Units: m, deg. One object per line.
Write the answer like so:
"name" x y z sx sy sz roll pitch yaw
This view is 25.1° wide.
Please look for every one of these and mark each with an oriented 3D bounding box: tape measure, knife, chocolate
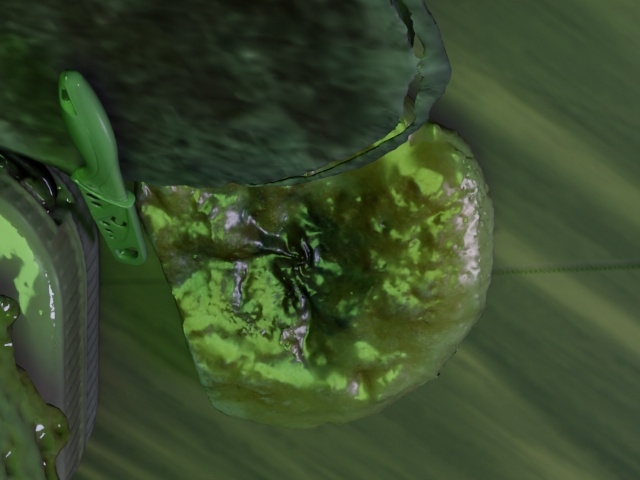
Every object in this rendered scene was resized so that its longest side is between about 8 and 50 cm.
"tape measure" -0.258 0.033 0.751 0.271 0.133 0.232 4 112 5
"knife" -0.102 -0.028 0.666 0.030 0.207 0.014 18 69 8
"chocolate" -0.084 -0.173 0.601 0.303 0.303 0.213 8 67 3

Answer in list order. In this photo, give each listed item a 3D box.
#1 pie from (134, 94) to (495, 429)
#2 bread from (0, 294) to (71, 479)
"pie" 0.000 -0.001 0.760 0.185 0.052 0.218 -17 109 10
"bread" -0.251 0.142 0.638 0.252 0.196 0.239 -16 66 20
